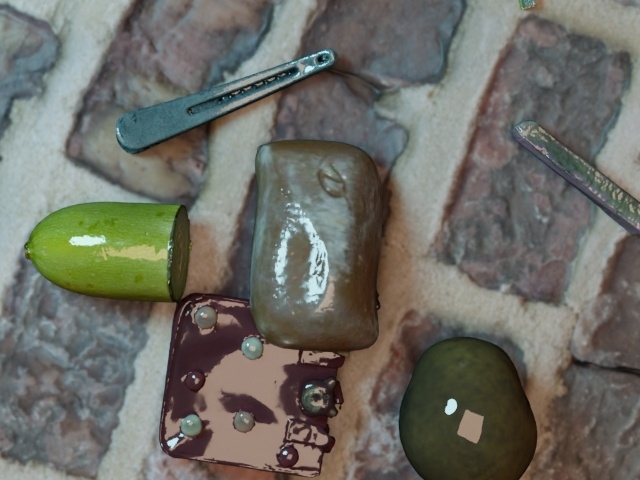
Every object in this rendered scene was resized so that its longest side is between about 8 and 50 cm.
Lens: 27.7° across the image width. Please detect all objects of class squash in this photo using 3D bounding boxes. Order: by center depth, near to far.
[{"bbox_3d":[-0.246,0.014,1.495,0.186,0.123,0.123,1,94,-1],"label":"squash"}]

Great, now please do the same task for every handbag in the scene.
[{"bbox_3d":[-0.079,0.171,1.536,0.216,0.074,0.203,9,94,-4],"label":"handbag"}]

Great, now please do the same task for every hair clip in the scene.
[{"bbox_3d":[-0.111,-0.171,1.521,0.275,0.083,0.048,-24,90,-8],"label":"hair clip"}]

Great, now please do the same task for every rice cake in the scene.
[{"bbox_3d":[0.313,-0.077,1.554,0.206,0.047,0.036,37,76,-7],"label":"rice cake"}]

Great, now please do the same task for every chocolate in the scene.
[{"bbox_3d":[0.000,-0.001,1.488,0.161,0.083,0.262,1,75,-7],"label":"chocolate"}]

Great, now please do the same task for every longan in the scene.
[{"bbox_3d":[0.169,0.206,1.504,0.167,0.167,0.187,6,82,-3],"label":"longan"}]

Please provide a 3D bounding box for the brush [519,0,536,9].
[{"bbox_3d":[0.239,-0.318,1.543,0.018,0.021,0.083,-14,94,1],"label":"brush"}]
